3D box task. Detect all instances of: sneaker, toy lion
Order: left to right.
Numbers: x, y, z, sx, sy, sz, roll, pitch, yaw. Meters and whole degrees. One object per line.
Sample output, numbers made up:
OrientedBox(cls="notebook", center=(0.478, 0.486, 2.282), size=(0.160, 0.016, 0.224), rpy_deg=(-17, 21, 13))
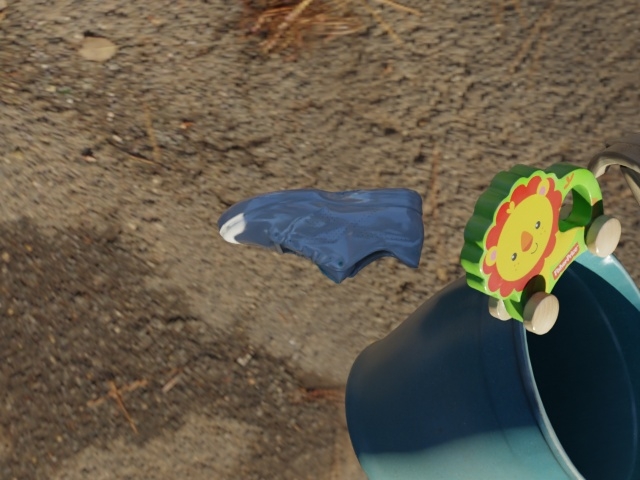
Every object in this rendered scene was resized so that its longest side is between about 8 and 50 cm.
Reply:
OrientedBox(cls="sneaker", center=(0.000, 0.000, 1.239), size=(0.212, 0.080, 0.094), rpy_deg=(-4, 75, 4))
OrientedBox(cls="toy lion", center=(0.114, -0.005, 0.651), size=(0.100, 0.034, 0.096), rpy_deg=(-46, 135, -22))

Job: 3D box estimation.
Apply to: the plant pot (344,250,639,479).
OrientedBox(cls="plant pot", center=(0.173, 0.153, 1.209), size=(0.271, 0.255, 0.272), rpy_deg=(25, 55, -41))

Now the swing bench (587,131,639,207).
OrientedBox(cls="swing bench", center=(0.448, -0.054, 1.194), size=(0.253, 0.165, 0.255), rpy_deg=(-32, 84, -9))
